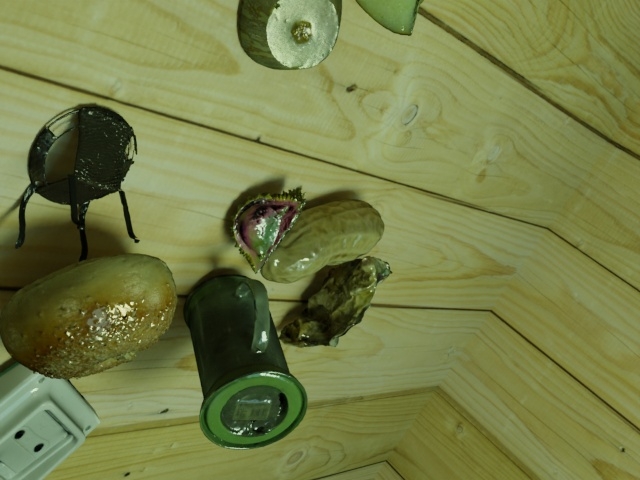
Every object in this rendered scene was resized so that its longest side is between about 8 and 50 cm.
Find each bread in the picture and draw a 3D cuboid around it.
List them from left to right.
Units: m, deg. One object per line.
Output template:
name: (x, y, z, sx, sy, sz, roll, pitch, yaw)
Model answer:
bread: (-0.367, 0.131, 1.238, 0.306, 0.158, 0.305, -27, 170, -5)

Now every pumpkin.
pumpkin: (-0.029, -0.368, 1.252, 0.217, 0.110, 0.217, -26, 143, -22)

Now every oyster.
oyster: (0.045, 0.135, 1.762, 0.351, 0.115, 0.238, -43, -170, 51)

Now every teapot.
teapot: (-0.156, 0.196, 1.475, 0.200, 0.337, 0.270, 4, 123, -22)

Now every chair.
chair: (-0.365, -0.088, 1.162, 0.174, 0.149, 0.213, 19, 67, -52)

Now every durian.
durian: (-0.122, -0.047, 1.501, 0.108, 0.119, 0.186, 32, 96, -19)

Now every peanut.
peanut: (0.000, 0.000, 1.633, 0.325, 0.140, 0.153, -25, 157, -30)

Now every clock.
clock: (-0.543, 0.352, 1.381, 0.231, 0.116, 0.262, -37, 147, -18)

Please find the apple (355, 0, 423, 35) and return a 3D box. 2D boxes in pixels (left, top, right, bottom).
apple: (0.135, -0.523, 1.210, 0.254, 0.179, 0.346, -18, 140, -20)
